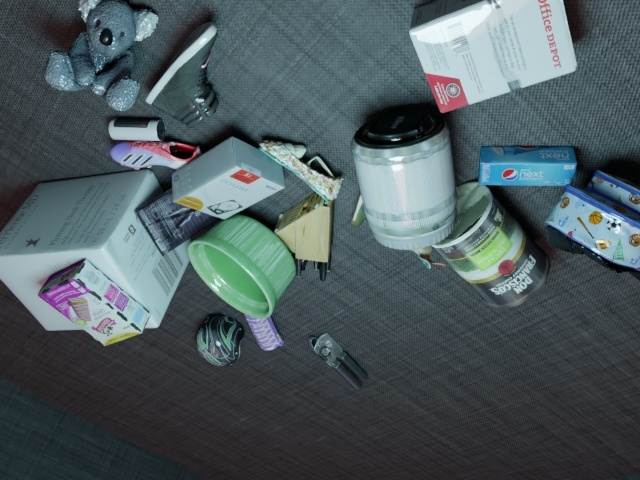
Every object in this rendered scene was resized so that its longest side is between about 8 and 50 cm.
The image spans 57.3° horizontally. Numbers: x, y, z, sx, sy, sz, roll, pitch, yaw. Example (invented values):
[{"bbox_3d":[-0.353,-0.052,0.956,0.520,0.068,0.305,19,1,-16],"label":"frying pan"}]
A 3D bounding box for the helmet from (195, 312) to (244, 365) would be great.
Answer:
[{"bbox_3d":[-0.356,0.354,2.053,0.170,0.161,0.169,7,136,7],"label":"helmet"}]

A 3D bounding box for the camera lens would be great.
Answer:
[{"bbox_3d":[0.196,-0.145,1.344,0.220,0.219,0.274,-4,123,18],"label":"camera lens"}]

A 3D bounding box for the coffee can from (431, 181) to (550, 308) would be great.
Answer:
[{"bbox_3d":[0.418,0.014,1.485,0.202,0.201,0.275,-29,121,36],"label":"coffee can"}]

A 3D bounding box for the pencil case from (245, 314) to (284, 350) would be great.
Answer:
[{"bbox_3d":[-0.194,0.292,2.003,0.088,0.086,0.206,6,137,27],"label":"pencil case"}]

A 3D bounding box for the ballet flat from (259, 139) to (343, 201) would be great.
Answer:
[{"bbox_3d":[-0.043,-0.194,1.491,0.241,0.091,0.077,36,99,-16],"label":"ballet flat"}]

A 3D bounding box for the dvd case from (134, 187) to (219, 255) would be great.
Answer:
[{"bbox_3d":[-0.381,-0.077,1.622,0.018,0.221,0.164,37,156,45],"label":"dvd case"}]

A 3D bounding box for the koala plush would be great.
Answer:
[{"bbox_3d":[-0.478,-0.440,1.307,0.196,0.203,0.221,17,115,-16],"label":"koala plush"}]

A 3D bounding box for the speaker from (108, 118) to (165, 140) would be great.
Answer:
[{"bbox_3d":[-0.473,-0.286,1.518,0.136,0.055,0.055,4,135,11],"label":"speaker"}]

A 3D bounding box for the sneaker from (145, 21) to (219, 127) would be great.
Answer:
[{"bbox_3d":[-0.277,-0.372,1.354,0.147,0.104,0.296,35,138,-22],"label":"sneaker"}]

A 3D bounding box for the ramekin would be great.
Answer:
[{"bbox_3d":[-0.216,0.067,1.674,0.303,0.148,0.303,29,149,20],"label":"ramekin"}]

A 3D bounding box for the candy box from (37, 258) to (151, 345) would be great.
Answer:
[{"bbox_3d":[-0.582,0.167,1.517,0.159,0.071,0.233,-22,126,30],"label":"candy box"}]

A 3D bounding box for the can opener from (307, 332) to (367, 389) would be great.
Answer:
[{"bbox_3d":[0.059,0.429,2.105,0.095,0.076,0.283,12,149,52],"label":"can opener"}]

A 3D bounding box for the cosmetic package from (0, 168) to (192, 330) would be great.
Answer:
[{"bbox_3d":[-0.643,0.035,1.688,0.394,0.329,0.327,-5,133,17],"label":"cosmetic package"}]

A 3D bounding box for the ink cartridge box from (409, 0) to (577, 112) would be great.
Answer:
[{"bbox_3d":[0.339,-0.397,1.154,0.273,0.114,0.197,-12,129,26],"label":"ink cartridge box"}]

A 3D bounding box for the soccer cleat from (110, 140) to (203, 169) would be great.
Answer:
[{"bbox_3d":[-0.428,-0.232,1.536,0.248,0.083,0.095,10,150,-2],"label":"soccer cleat"}]

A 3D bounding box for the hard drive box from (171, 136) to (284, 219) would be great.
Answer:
[{"bbox_3d":[-0.240,-0.155,1.516,0.232,0.089,0.181,-25,152,33],"label":"hard drive box"}]

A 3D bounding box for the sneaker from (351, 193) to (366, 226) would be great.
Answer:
[{"bbox_3d":[0.142,-0.100,1.537,0.086,0.064,0.192,19,133,2],"label":"sneaker"}]

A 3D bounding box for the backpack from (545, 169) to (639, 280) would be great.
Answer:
[{"bbox_3d":[0.650,-0.032,1.307,0.263,0.276,0.213,4,111,-38],"label":"backpack"}]

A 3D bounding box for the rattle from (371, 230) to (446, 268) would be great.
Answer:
[{"bbox_3d":[0.224,0.021,1.553,0.143,0.130,0.199,-40,79,29],"label":"rattle"}]

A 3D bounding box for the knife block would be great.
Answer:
[{"bbox_3d":[0.000,0.000,1.661,0.276,0.088,0.242,-30,122,35],"label":"knife block"}]

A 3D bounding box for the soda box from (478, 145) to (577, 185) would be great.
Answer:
[{"bbox_3d":[0.480,-0.175,1.371,0.210,0.071,0.067,2,134,12],"label":"soda box"}]
